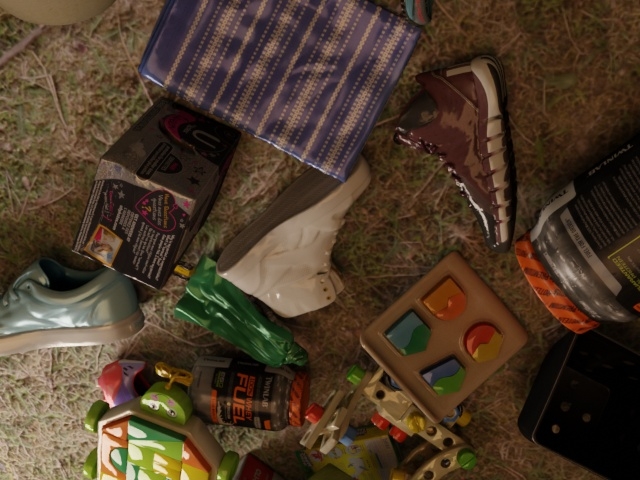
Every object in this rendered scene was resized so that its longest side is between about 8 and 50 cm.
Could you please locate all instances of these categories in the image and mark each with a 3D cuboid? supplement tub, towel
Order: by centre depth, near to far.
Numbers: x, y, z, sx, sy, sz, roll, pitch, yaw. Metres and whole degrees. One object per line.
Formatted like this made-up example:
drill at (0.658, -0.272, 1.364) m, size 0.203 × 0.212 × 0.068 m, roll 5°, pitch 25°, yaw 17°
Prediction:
supplement tub at (0.443, -0.030, 1.177) m, size 0.338 × 0.207 × 0.207 m, roll -38°, pitch 105°, yaw 25°
towel at (-0.059, -0.261, 1.211) m, size 0.336 × 0.040 × 0.243 m, roll 28°, pitch 101°, yaw -1°
supplement tub at (-0.119, 0.258, 1.489) m, size 0.190 × 0.117 × 0.117 m, roll 4°, pitch 118°, yaw 9°

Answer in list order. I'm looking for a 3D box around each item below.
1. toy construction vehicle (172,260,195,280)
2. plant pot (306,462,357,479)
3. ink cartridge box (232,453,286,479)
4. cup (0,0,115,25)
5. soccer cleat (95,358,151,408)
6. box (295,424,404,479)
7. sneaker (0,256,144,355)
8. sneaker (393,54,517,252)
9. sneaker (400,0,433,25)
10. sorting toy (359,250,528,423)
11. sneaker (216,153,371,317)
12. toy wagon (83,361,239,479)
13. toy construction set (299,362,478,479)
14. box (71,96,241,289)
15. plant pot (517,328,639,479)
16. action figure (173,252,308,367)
toy construction vehicle at (-0.237, 0.009, 1.416) m, size 0.098 × 0.035 × 0.085 m, roll 20°, pitch 110°, yaw 22°
plant pot at (-0.009, 0.527, 1.445) m, size 0.275 × 0.275 × 0.293 m, roll 34°, pitch 79°, yaw -7°
ink cartridge box at (-0.094, 0.558, 1.641) m, size 0.273 × 0.114 × 0.197 m, roll 37°, pitch 117°, yaw -9°
cup at (-0.346, -0.415, 1.104) m, size 0.331 × 0.331 × 0.237 m, roll 11°, pitch 145°, yaw 5°
soccer cleat at (-0.324, 0.324, 1.588) m, size 0.095 × 0.083 × 0.248 m, roll -11°, pitch 112°, yaw 11°
box at (0.053, 0.388, 1.566) m, size 0.179 × 0.043 × 0.105 m, roll -15°, pitch 113°, yaw 15°
sneaker at (-0.482, 0.098, 1.483) m, size 0.366 × 0.135 × 0.150 m, roll -7°, pitch 108°, yaw 5°
sneaker at (0.189, -0.116, 1.254) m, size 0.163 × 0.106 × 0.281 m, roll -4°, pitch 106°, yaw 19°
sneaker at (0.169, -0.391, 1.105) m, size 0.125 × 0.104 × 0.261 m, roll 12°, pitch 119°, yaw 3°
sorting toy at (0.194, 0.150, 1.356) m, size 0.208 × 0.038 × 0.193 m, roll -43°, pitch 100°, yaw -4°
sneaker at (0.000, 0.000, 1.354) m, size 0.292 × 0.108 × 0.169 m, roll -38°, pitch 118°, yaw 22°
toy wagon at (-0.270, 0.354, 1.479) m, size 0.267 × 0.068 × 0.344 m, roll 18°, pitch 124°, yaw 11°
toy construction set at (0.122, 0.312, 1.434) m, size 0.328 × 0.151 × 0.215 m, roll 34°, pitch 96°, yaw -23°
box at (-0.225, -0.075, 1.263) m, size 0.142 × 0.247 × 0.163 m, roll 24°, pitch 119°, yaw -4°
plant pot at (0.405, 0.253, 1.333) m, size 0.188 × 0.167 × 0.187 m, roll 27°, pitch 78°, yaw -3°
action figure at (-0.118, 0.134, 1.430) m, size 0.232 × 0.063 × 0.137 m, roll 34°, pitch 122°, yaw 11°
